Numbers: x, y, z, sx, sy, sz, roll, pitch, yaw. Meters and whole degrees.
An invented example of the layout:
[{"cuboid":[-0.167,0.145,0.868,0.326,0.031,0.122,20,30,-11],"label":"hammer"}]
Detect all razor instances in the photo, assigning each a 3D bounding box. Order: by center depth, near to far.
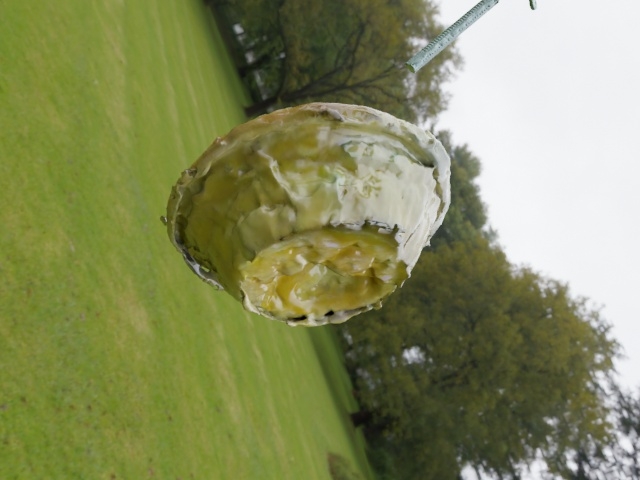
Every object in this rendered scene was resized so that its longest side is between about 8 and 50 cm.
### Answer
[{"cuboid":[0.200,-0.298,0.878,0.084,0.211,0.036,55,-1,-43],"label":"razor"}]

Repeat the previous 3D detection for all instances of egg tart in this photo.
[{"cuboid":[0.000,0.000,0.664,0.315,0.315,0.120,68,8,-55],"label":"egg tart"}]
